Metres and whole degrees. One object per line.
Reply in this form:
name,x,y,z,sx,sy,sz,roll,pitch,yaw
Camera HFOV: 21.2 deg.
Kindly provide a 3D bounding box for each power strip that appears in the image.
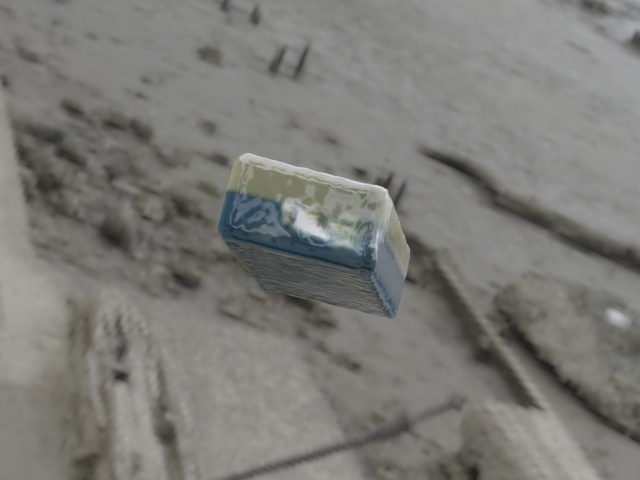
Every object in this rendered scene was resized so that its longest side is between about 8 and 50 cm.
power strip,0.000,0.000,0.609,0.056,0.032,0.123,12,-8,8
